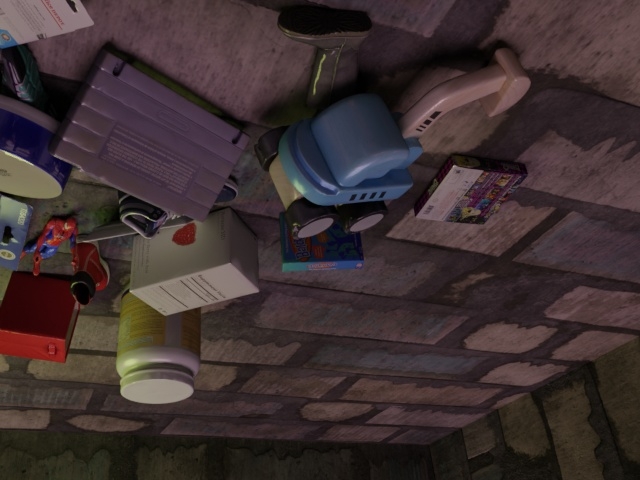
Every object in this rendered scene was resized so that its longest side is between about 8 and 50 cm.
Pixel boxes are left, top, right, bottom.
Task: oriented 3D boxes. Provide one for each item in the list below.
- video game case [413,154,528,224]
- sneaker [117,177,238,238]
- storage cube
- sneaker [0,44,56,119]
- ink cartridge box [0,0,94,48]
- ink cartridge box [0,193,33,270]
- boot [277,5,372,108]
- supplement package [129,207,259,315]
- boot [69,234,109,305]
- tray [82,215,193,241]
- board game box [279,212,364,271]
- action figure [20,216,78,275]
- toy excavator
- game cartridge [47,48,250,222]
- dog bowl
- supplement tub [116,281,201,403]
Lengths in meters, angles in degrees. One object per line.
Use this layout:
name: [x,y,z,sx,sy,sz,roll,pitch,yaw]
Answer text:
video game case: [0.382,-0.125,1.693,0.210,0.041,0.232,5,147,-16]
sneaker: [-0.333,-0.082,1.540,0.282,0.153,0.099,4,147,-16]
storage cube: [-0.817,0.225,1.911,0.193,0.215,0.183,11,146,-14]
sneaker: [-0.583,-0.286,1.245,0.098,0.083,0.223,1,149,-2]
ink cartridge box: [-0.480,-0.397,1.098,0.180,0.060,0.104,-10,147,8]
ink cartridge box: [-0.879,-0.034,1.557,0.330,0.071,0.324,22,140,-17]
boot: [-0.003,-0.344,1.265,0.190,0.076,0.208,3,154,-12]
supplement package: [-0.330,0.060,1.747,0.293,0.177,0.175,-16,146,15]
boot: [-0.636,0.120,1.798,0.088,0.176,0.244,-2,150,-9]
tray: [-0.446,-0.043,1.649,0.270,0.030,0.145,-9,-169,7]
board game box: [0.000,0.000,1.722,0.210,0.160,0.047,-3,148,-6]
action figure: [-0.707,0.039,1.700,0.091,0.139,0.280,22,137,-39]
toy excavator: [0.150,-0.212,1.326,0.433,0.222,0.445,-8,158,-39]
game cartridge: [-0.336,-0.195,1.329,0.355,0.068,0.230,27,98,-41]
dog bowl: [-0.626,-0.184,1.300,0.265,0.104,0.265,10,161,4]
supplement tub: [-0.476,0.291,1.950,0.241,0.331,0.241,-4,148,-2]
